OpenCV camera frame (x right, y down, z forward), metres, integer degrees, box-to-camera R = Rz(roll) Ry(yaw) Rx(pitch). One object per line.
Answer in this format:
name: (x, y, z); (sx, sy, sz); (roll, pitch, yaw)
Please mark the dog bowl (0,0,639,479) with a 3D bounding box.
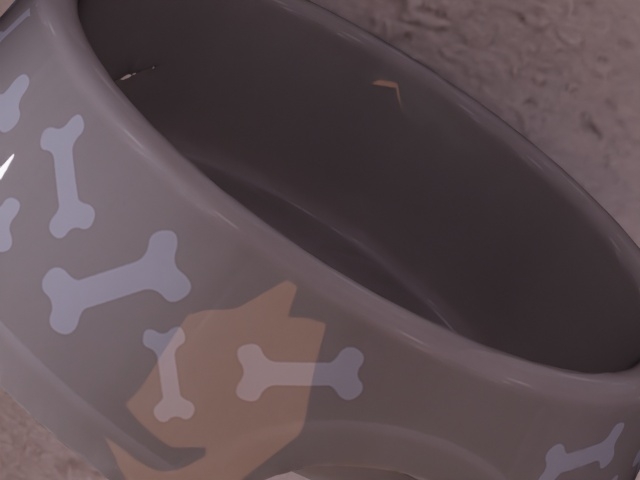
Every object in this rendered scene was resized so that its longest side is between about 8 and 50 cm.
dog bowl: (0.000, 0.000, 0.767); (0.349, 0.349, 0.102); (31, 112, -6)
